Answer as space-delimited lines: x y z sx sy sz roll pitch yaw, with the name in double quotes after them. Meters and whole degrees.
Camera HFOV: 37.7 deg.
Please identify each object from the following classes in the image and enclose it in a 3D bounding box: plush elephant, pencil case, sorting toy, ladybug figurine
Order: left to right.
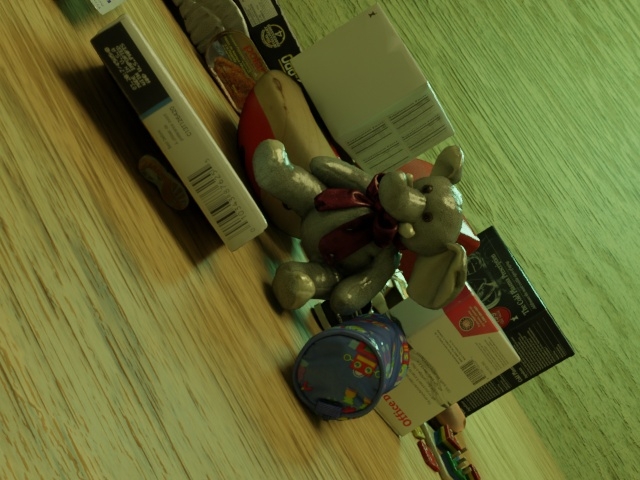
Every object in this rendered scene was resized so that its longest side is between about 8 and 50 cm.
-0.044 -0.148 1.732 0.305 0.162 0.449 51 11 -32 "ladybug figurine"
0.050 0.174 1.305 0.120 0.133 0.306 13 1 12 "pencil case"
0.097 -0.027 1.413 0.330 0.255 0.271 24 49 -44 "plush elephant"
0.244 0.399 1.726 0.274 0.046 0.132 48 13 -39 "sorting toy"

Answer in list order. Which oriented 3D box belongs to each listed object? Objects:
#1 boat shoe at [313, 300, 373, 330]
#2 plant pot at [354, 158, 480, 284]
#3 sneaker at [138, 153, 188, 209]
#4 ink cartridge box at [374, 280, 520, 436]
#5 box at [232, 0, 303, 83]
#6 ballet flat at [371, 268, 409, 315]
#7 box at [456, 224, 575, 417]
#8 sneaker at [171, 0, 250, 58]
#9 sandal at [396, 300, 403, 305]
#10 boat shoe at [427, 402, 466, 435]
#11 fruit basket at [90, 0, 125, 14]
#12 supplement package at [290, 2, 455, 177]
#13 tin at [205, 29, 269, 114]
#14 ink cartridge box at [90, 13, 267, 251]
0.061 0.132 1.607 0.084 0.079 0.233 59 8 17 "boat shoe"
0.137 -0.040 2.056 0.236 0.267 0.267 26 30 -48 "plant pot"
-0.193 -0.076 1.170 0.083 0.032 0.037 53 11 -24 "sneaker"
0.175 0.183 1.529 0.172 0.237 0.100 51 9 -29 "ink cartridge box"
-0.081 -0.367 2.121 0.394 0.097 0.318 63 -4 -1 "box"
0.121 0.138 1.758 0.348 0.123 0.123 64 12 22 "ballet flat"
0.367 0.190 2.202 0.179 0.313 0.343 50 12 -34 "box"
-0.244 -0.507 2.016 0.321 0.125 0.180 56 11 -5 "sneaker"
0.118 0.170 1.616 0.067 0.179 0.040 43 47 19 "sandal"
0.203 0.293 1.830 0.207 0.073 0.073 62 -27 10 "boat shoe"
-0.357 -0.503 1.360 0.327 0.165 0.353 54 14 -16 "fruit basket"
0.106 -0.276 1.802 0.199 0.198 0.263 62 10 21 "supplement package"
-0.161 -0.346 1.939 0.189 0.106 0.040 60 9 -12 "tin"
-0.183 -0.133 1.246 0.303 0.072 0.307 55 -6 -6 "ink cartridge box"
